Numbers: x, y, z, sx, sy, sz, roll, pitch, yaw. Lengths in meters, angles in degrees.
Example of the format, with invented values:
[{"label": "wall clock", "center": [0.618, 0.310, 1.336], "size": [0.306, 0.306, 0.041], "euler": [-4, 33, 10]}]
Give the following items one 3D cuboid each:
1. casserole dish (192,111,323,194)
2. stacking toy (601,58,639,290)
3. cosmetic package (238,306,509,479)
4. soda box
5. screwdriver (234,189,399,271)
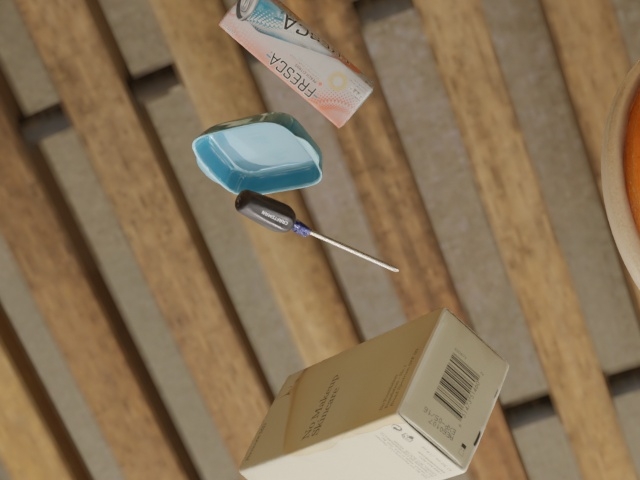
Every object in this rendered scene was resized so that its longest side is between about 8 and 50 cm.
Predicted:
[{"label": "casserole dish", "center": [-0.074, -0.111, 1.894], "size": [0.188, 0.114, 0.037], "euler": [-8, -136, 41]}, {"label": "stacking toy", "center": [0.484, -0.098, 1.202], "size": [0.350, 0.350, 0.480], "euler": [-40, -179, -32]}, {"label": "cosmetic package", "center": [0.057, 0.206, 1.751], "size": [0.309, 0.113, 0.160], "euler": [-28, -154, 48]}, {"label": "soda box", "center": [-0.026, -0.211, 1.729], "size": [0.063, 0.183, 0.058], "euler": [-48, -172, 13]}, {"label": "screwdriver", "center": [0.000, 0.000, 1.225], "size": [0.024, 0.170, 0.025], "euler": [-8, -121, 51]}]
